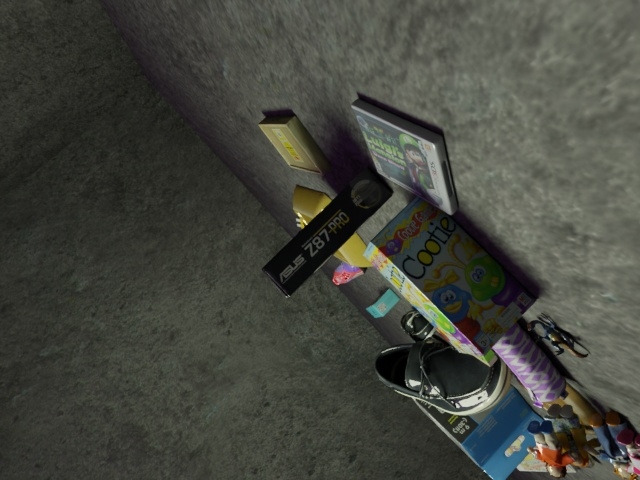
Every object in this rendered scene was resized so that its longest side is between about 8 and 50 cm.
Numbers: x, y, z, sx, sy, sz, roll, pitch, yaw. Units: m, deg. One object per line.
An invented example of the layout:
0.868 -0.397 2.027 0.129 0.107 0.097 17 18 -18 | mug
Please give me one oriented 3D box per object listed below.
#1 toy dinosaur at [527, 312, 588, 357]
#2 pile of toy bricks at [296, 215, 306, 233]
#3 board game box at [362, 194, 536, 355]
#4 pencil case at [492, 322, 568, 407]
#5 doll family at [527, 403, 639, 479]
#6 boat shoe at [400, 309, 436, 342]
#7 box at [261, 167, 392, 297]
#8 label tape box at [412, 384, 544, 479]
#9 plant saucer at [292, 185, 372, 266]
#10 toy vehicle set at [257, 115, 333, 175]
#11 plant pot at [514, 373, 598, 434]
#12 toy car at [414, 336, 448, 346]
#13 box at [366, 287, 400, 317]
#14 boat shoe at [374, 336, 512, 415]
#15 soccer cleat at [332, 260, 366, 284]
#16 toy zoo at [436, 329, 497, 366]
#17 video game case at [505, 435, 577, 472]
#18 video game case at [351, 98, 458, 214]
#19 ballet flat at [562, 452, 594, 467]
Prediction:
0.412 0.173 0.790 0.090 0.047 0.082 39 -168 -13 | toy dinosaur
-0.027 -0.044 1.887 0.105 0.118 0.212 15 142 19 | pile of toy bricks
0.231 0.067 0.841 0.275 0.142 0.144 46 172 9 | board game box
0.421 0.249 0.926 0.206 0.088 0.086 49 170 -5 | pencil case
0.563 0.416 0.890 0.262 0.118 0.163 -12 112 43 | doll family
0.328 0.286 1.496 0.091 0.114 0.302 42 169 9 | boat shoe
0.000 0.000 1.104 0.097 0.318 0.395 48 173 1 | box
0.487 0.524 1.366 0.333 0.240 0.106 36 164 51 | label tape box
0.030 -0.039 1.615 0.333 0.081 0.332 51 171 -23 | plant saucer
-0.077 -0.267 1.226 0.166 0.035 0.267 51 171 -26 | toy vehicle set
0.548 0.369 1.041 0.236 0.032 0.236 47 172 9 | plant pot
0.455 0.498 1.693 0.238 0.210 0.219 30 -166 -32 | toy car
0.254 0.261 1.815 0.060 0.100 0.244 45 172 8 | box
0.331 0.388 1.297 0.156 0.187 0.500 30 157 -19 | boat shoe
0.113 0.132 1.865 0.109 0.116 0.318 47 172 5 | soccer cleat
0.282 0.160 1.034 0.293 0.030 0.192 50 171 -29 | toy zoo
0.702 0.703 1.496 0.206 0.026 0.227 47 143 -1 | video game case
0.142 -0.140 0.744 0.190 0.022 0.173 41 169 40 | video game case
0.708 0.589 1.261 0.173 0.049 0.058 -164 75 -73 | ballet flat
